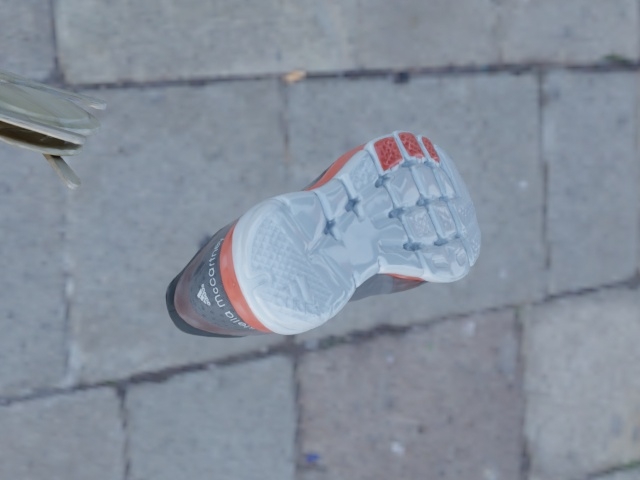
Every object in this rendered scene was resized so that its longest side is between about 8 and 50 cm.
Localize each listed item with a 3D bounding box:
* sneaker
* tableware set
[{"bbox_3d":[0.000,0.000,0.666,0.158,0.065,0.061,-15,86,-52],"label":"sneaker"},{"bbox_3d":[-0.232,-0.083,1.093,0.194,0.128,0.039,16,104,-4],"label":"tableware set"}]
